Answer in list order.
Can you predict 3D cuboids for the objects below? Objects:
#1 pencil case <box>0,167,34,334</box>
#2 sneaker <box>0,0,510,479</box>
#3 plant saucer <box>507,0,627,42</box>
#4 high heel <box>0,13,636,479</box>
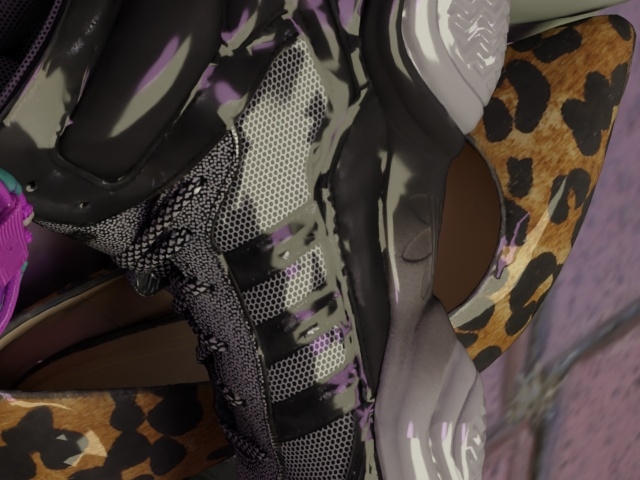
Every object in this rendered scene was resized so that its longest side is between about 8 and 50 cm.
[{"bbox_3d":[-0.120,-0.023,0.428,0.070,0.151,0.064,-18,131,-30],"label":"pencil case"},{"bbox_3d":[-0.036,0.007,0.563,0.153,0.101,0.269,-1,104,-21],"label":"sneaker"},{"bbox_3d":[0.146,-0.226,0.633,0.400,0.100,0.400,-34,144,-29],"label":"plant saucer"},{"bbox_3d":[0.000,0.000,0.659,0.261,0.093,0.186,-46,155,4],"label":"high heel"}]
